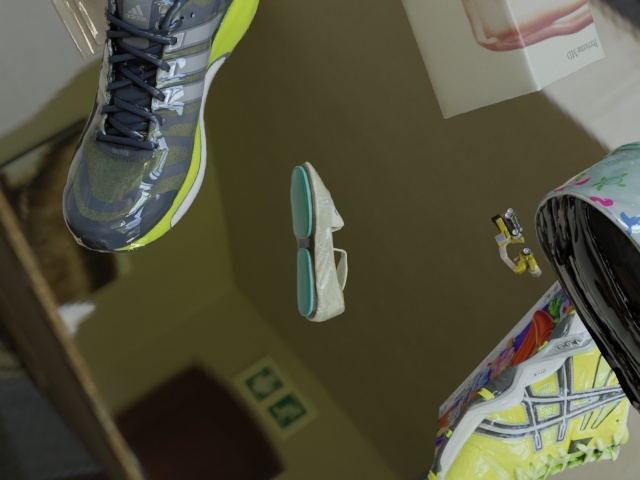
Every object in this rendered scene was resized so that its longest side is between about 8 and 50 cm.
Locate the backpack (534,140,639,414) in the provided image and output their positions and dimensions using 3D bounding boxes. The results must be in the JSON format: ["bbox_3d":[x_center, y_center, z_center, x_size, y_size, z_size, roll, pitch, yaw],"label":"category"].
[{"bbox_3d":[0.318,0.031,1.325,0.253,0.191,0.225,52,-12,2],"label":"backpack"}]

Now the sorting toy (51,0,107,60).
[{"bbox_3d":[-0.307,-0.374,2.263,0.347,0.196,0.047,71,-2,-63],"label":"sorting toy"}]

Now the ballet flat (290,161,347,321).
[{"bbox_3d":[0.000,0.000,1.517,0.057,0.052,0.168,16,-70,62],"label":"ballet flat"}]

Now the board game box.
[{"bbox_3d":[0.285,0.221,2.023,0.078,0.233,0.347,30,-57,-12],"label":"board game box"}]

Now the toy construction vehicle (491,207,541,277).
[{"bbox_3d":[0.245,0.003,1.864,0.098,0.035,0.086,69,12,18],"label":"toy construction vehicle"}]

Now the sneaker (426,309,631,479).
[{"bbox_3d":[0.276,0.215,1.717,0.147,0.385,0.145,41,-16,24],"label":"sneaker"}]

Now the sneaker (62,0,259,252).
[{"bbox_3d":[-0.136,-0.134,1.125,0.111,0.299,0.121,9,-20,16],"label":"sneaker"}]

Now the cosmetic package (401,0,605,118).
[{"bbox_3d":[0.164,-0.295,1.504,0.129,0.153,0.296,-13,-78,43],"label":"cosmetic package"}]
